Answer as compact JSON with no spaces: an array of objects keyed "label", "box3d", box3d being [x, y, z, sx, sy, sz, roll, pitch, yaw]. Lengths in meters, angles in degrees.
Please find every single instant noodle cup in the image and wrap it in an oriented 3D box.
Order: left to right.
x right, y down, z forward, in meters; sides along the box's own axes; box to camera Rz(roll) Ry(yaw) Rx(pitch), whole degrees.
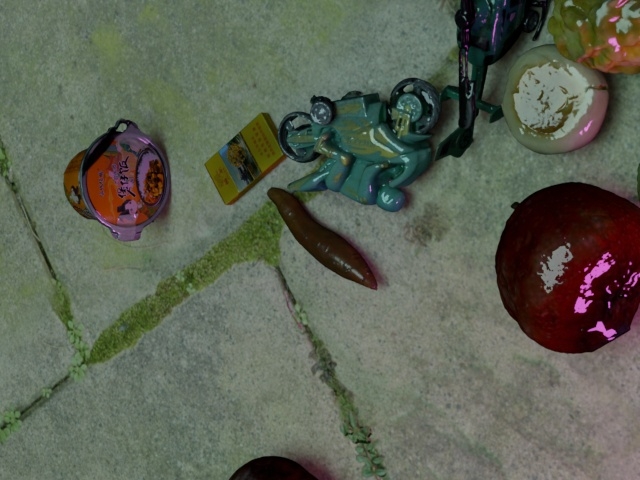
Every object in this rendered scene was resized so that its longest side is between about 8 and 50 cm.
[{"label":"instant noodle cup","box3d":[-0.373,-0.103,2.298,0.126,0.178,0.208,-2,73,50]}]

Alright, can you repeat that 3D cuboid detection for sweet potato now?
[{"label":"sweet potato","box3d":[-0.001,0.001,2.091,0.264,0.057,0.057,39,115,30]}]

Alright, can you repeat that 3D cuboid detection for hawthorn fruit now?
[{"label":"hawthorn fruit","box3d":[0.332,0.020,1.770,0.266,0.210,0.230,-119,22,-57]}]

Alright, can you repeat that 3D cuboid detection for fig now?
[{"label":"fig","box3d":[-0.093,0.463,2.070,0.204,0.249,0.186,22,131,27]}]

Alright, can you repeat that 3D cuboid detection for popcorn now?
[{"label":"popcorn","box3d":[0.395,-0.332,1.686,0.266,0.192,0.233,22,96,13]}]

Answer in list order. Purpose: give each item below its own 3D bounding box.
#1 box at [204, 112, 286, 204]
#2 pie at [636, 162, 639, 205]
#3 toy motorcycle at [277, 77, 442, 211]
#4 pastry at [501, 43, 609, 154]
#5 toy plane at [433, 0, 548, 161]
[{"label":"box","box3d":[-0.125,-0.136,2.192,0.155,0.023,0.087,-39,74,32]},{"label":"pie","box3d":[0.512,-0.106,1.684,0.201,0.090,0.248,32,116,29]},{"label":"toy motorcycle","box3d":[0.067,-0.138,2.011,0.297,0.109,0.198,-5,100,35]},{"label":"pastry","box3d":[0.328,-0.195,1.813,0.156,0.092,0.156,6,100,36]},{"label":"toy plane","box3d":[0.231,-0.292,1.844,0.106,0.155,0.381,28,126,31]}]
